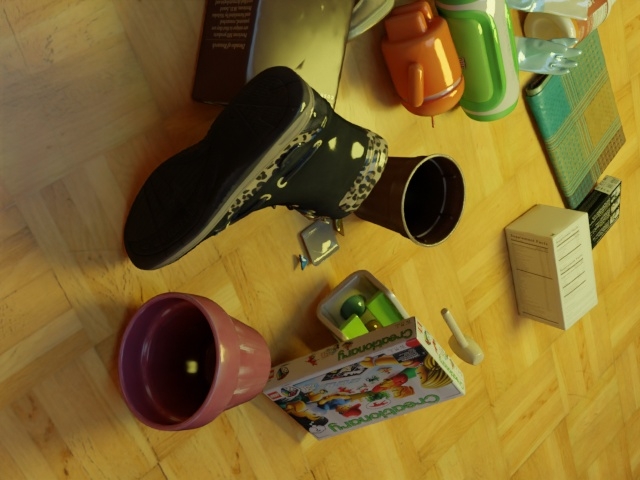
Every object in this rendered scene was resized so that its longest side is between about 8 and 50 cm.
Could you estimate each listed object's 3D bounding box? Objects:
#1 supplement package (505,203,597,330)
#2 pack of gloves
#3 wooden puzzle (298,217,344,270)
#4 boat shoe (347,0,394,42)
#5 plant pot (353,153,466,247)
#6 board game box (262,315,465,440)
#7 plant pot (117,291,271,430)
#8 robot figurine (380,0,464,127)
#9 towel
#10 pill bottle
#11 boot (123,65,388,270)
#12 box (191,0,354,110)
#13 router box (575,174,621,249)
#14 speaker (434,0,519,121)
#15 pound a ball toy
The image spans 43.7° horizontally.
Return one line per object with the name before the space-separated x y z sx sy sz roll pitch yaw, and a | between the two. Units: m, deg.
supplement package | 0.534 0.059 1.839 0.134 0.139 0.244 -31 120 -30
pack of gloves | 0.426 -0.436 1.596 0.232 0.046 0.195 4 100 -5
wooden puzzle | 0.000 0.000 1.445 0.116 0.014 0.078 -30 115 -32
boat shoe | 0.077 -0.429 1.346 0.089 0.104 0.285 48 53 -23
plant pot | 0.148 -0.084 1.449 0.167 0.165 0.167 -11 108 -38
board game box | 0.075 0.250 1.407 0.193 0.305 0.053 48 29 -37
plant pot | -0.178 0.188 1.230 0.180 0.201 0.201 18 89 -57
robot figurine | 0.186 -0.318 1.448 0.128 0.158 0.219 -28 122 -3
towel | 0.611 -0.289 1.887 0.271 0.040 0.370 -48 129 -20
pill bottle | 0.546 -0.495 1.721 0.216 0.121 0.121 -41 124 -27
boot | -0.088 -0.075 1.203 0.377 0.138 0.284 -45 150 20
box | -0.057 -0.380 1.215 0.191 0.143 0.381 4 100 -43
router box | 0.682 -0.057 1.984 0.179 0.046 0.133 -43 139 -25
speaker | 0.299 -0.370 1.506 0.131 0.131 0.296 -47 138 -22
pound a ball toy | 0.153 0.176 1.527 0.208 0.136 0.319 -43 129 -6
